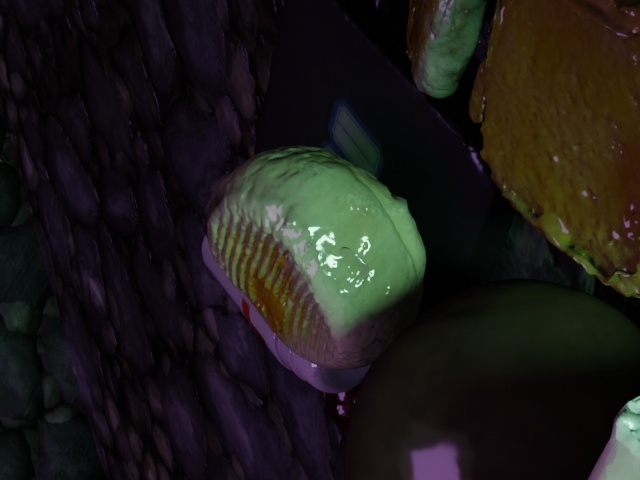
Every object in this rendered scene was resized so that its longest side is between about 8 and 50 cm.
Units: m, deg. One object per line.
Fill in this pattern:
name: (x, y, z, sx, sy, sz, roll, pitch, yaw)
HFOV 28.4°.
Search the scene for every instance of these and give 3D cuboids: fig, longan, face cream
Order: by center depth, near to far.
longan: (0.164, 0.181, 1.020, 0.297, 0.297, 0.297, 38, 137, 48)
fig: (0.047, 0.179, 1.473, 0.125, 0.089, 0.089, -150, 45, -87)
face cream: (-0.041, 0.073, 1.493, 0.345, 0.102, 0.102, -133, 36, -56)

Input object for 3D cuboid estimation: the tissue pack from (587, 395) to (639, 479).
tissue pack: (0.265, 0.276, 0.797, 0.207, 0.297, 0.380, 41, 124, 39)

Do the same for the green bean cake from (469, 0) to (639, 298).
green bean cake: (0.223, -0.104, 0.918, 0.224, 0.131, 0.229, 51, 148, 41)

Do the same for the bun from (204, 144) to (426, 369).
bun: (0.000, 0.000, 1.187, 0.244, 0.153, 0.244, 38, 156, 20)

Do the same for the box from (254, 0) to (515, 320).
box: (0.057, -0.074, 1.288, 0.359, 0.091, 0.350, 54, 148, 32)

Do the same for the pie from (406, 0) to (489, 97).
pie: (0.108, -0.234, 1.031, 0.240, 0.054, 0.240, -172, 90, -89)
